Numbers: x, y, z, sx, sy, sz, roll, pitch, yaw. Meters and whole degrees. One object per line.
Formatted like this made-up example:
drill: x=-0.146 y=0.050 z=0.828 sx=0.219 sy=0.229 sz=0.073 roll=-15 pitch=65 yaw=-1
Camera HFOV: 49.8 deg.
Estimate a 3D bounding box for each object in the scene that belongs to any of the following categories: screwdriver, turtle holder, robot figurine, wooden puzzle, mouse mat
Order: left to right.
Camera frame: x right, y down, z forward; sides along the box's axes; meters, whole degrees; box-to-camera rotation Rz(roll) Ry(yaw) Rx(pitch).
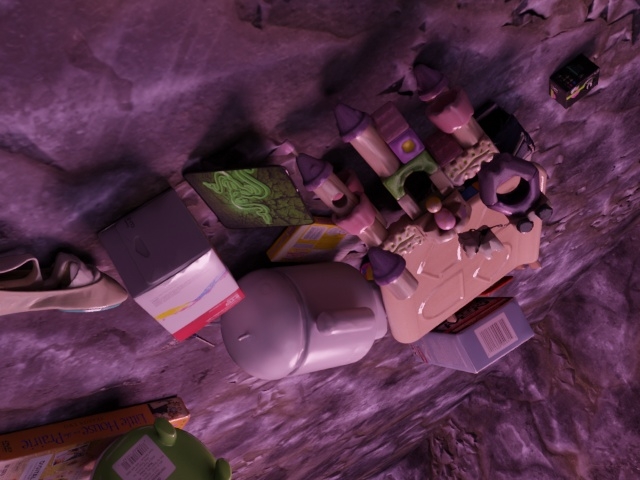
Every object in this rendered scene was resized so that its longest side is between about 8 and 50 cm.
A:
turtle holder: x=-0.294 y=0.504 z=1.332 sx=0.320 sy=0.243 sz=0.227 roll=25 pitch=143 yaw=-19
screwdriver: x=-0.239 y=0.186 z=1.330 sx=0.024 sy=0.025 sz=0.170 roll=-37 pitch=161 yaw=0
mouse mat: x=-0.100 y=-0.059 z=1.025 sx=0.152 sy=0.007 sz=0.190 roll=-3 pitch=154 yaw=14
robot figurine: x=-0.035 y=0.145 z=1.281 sx=0.353 sy=0.200 sz=0.300 roll=-4 pitch=175 yaw=-38
wooden puzzle: x=0.262 y=0.022 z=1.323 sx=0.348 sy=0.080 sz=0.322 roll=-30 pitch=144 yaw=-8

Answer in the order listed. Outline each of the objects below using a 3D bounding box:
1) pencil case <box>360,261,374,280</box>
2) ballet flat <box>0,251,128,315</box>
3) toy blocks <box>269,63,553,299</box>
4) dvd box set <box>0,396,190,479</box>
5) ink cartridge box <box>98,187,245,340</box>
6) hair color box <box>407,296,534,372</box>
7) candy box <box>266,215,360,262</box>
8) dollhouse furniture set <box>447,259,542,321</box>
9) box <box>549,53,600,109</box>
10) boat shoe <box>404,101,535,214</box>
pencil case: x=0.206 y=0.055 z=1.550 sx=0.236 sy=0.104 sz=0.104 roll=-21 pitch=148 yaw=-24
ballet flat: x=-0.366 y=0.055 z=0.918 sx=0.248 sy=0.086 sz=0.086 roll=-4 pitch=138 yaw=-45
toy blocks: x=0.118 y=-0.116 z=1.020 sx=0.288 sy=0.309 sz=0.260 roll=-37 pitch=115 yaw=13
dvd box set: x=-0.504 y=0.461 z=1.389 sx=0.420 sy=0.062 sz=0.307 roll=-1 pitch=136 yaw=-48
ink cartridge box: x=-0.212 y=0.039 z=1.006 sx=0.127 sy=0.128 sz=0.176 roll=-34 pitch=153 yaw=-7
hair color box: x=0.371 y=0.240 z=1.820 sx=0.185 sy=0.113 sz=0.374 roll=-29 pitch=-178 yaw=-15
candy box: x=0.000 y=0.000 z=1.300 sx=0.105 sy=0.027 sz=0.206 roll=-46 pitch=152 yaw=27
dollhouse furniture set: x=0.367 y=0.110 z=1.658 sx=0.262 sy=0.135 sz=0.259 roll=-29 pitch=-177 yaw=-15
box: x=0.504 y=-0.316 z=1.374 sx=0.083 sy=0.052 sz=0.062 roll=-38 pitch=152 yaw=0
boat shoe: x=0.259 y=-0.121 z=1.338 sx=0.340 sy=0.127 sz=0.158 roll=-46 pitch=145 yaw=2
